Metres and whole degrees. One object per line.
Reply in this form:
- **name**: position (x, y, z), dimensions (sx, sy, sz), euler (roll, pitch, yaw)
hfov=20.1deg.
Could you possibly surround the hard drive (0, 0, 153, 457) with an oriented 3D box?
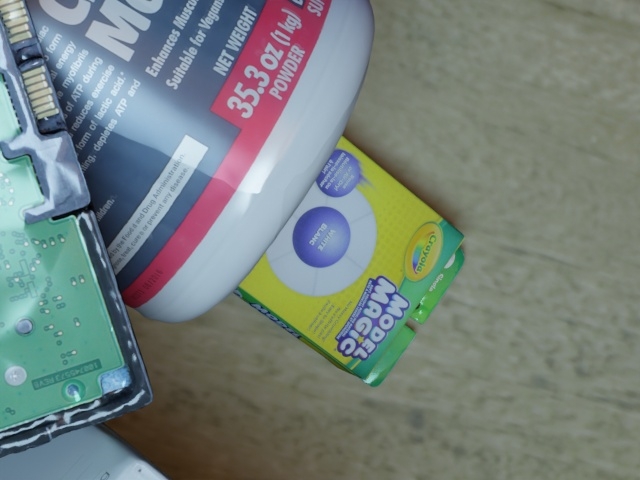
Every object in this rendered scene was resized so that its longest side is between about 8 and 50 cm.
- **hard drive**: position (-0.260, 0.006, 0.709), dimensions (0.339, 0.064, 0.236), euler (-19, 107, -5)

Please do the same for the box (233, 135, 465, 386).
- **box**: position (0.000, 0.000, 1.011), dimensions (0.179, 0.043, 0.105), euler (38, 83, -26)

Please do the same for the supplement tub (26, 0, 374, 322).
- **supplement tub**: position (-0.130, -0.101, 0.838), dimensions (0.272, 0.191, 0.191), euler (31, 86, -14)

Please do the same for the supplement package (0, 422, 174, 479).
- **supplement package**: position (-0.128, 0.178, 0.843), dimensions (0.175, 0.293, 0.177), euler (43, 80, -24)
